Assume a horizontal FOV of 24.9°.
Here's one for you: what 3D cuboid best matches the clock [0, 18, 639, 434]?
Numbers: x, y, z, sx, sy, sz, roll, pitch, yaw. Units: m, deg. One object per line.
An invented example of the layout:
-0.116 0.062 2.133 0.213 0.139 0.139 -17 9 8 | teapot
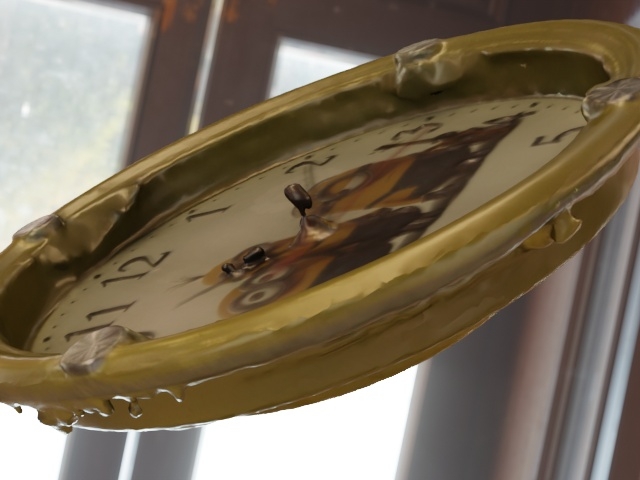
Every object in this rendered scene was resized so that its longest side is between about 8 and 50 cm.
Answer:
0.000 0.000 0.445 0.237 0.057 0.237 -21 -161 7 | clock
